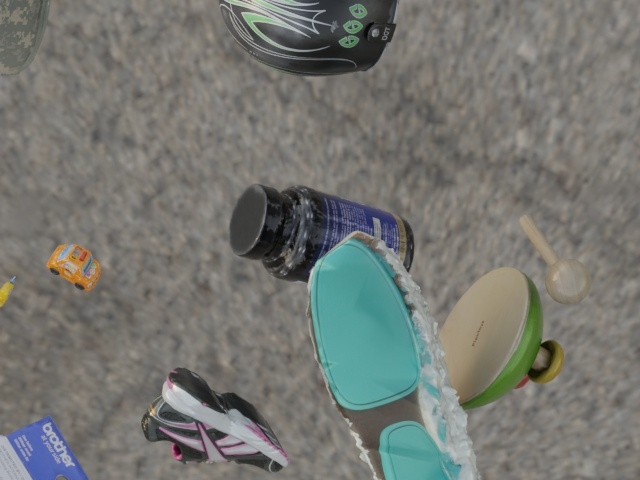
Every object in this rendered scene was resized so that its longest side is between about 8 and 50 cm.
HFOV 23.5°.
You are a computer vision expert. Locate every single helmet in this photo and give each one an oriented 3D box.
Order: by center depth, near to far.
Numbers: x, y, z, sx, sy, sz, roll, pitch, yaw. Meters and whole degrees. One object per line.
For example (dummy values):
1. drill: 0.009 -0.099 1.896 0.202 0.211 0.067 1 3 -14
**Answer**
1. helmet: -0.018 -0.240 1.513 0.161 0.169 0.169 10 80 -20

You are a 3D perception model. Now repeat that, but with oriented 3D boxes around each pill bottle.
1. pill bottle: 0.000 0.000 1.952 0.219 0.123 0.123 16 80 -30

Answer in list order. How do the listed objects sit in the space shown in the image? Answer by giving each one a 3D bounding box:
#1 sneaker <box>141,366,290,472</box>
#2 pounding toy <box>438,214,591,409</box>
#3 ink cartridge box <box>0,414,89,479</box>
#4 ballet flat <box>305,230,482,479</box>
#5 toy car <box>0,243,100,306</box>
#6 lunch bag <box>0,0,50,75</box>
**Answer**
1. sneaker: -0.109 0.190 1.515 0.077 0.178 0.072 -45 38 10
2. pounding toy: 0.243 0.114 1.835 0.110 0.183 0.237 30 103 -21
3. ink cartridge box: -0.322 0.293 1.330 0.311 0.065 0.186 -25 75 -39
4. ballet flat: 0.094 0.181 1.736 0.147 0.147 0.409 -18 95 -1
5. toy car: -0.286 0.044 1.648 0.060 0.040 0.122 45 51 4
6. lunch bag: -0.484 -0.349 2.047 0.169 0.235 0.287 27 112 31
